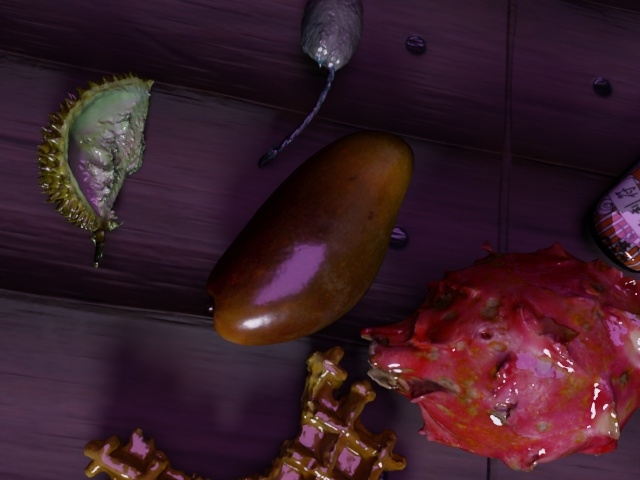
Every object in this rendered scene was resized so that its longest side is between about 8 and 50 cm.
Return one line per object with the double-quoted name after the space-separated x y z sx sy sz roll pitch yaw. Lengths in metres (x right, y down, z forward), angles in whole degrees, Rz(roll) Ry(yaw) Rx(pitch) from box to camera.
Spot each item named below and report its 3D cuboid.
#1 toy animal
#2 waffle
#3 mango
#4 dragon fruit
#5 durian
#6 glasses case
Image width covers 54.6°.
0.000 -0.197 0.683 0.070 0.079 0.253 17 72 -5 "toy animal"
-0.053 0.255 0.555 0.293 0.069 0.260 -16 80 -17 "waffle"
0.000 0.000 0.610 0.133 0.111 0.267 35 72 17 "mango"
0.171 0.109 0.569 0.268 0.205 0.210 -2 102 -4 "dragon fruit"
-0.228 -0.084 0.613 0.100 0.086 0.215 18 69 -20 "durian"
0.422 -0.067 0.732 0.266 0.067 0.103 -40 83 -19 "glasses case"
